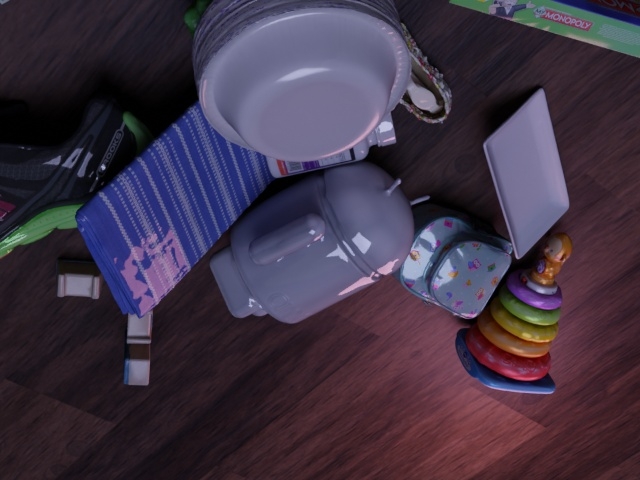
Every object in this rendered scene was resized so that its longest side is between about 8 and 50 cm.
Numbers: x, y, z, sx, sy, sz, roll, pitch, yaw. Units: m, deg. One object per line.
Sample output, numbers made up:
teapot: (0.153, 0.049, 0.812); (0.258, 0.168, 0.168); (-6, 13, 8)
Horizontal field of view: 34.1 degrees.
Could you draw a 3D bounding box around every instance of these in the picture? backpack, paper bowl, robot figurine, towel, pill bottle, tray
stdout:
backpack: (0.211, 0.032, 1.746); (0.188, 0.144, 0.165); (25, 105, -20)
paper bowl: (-0.021, -0.213, 1.369); (0.284, 0.148, 0.284); (-9, 147, -6)
robot figurine: (0.000, 0.000, 1.654); (0.353, 0.199, 0.300); (-29, 172, 20)
towel: (-0.203, -0.068, 1.520); (0.040, 0.336, 0.243); (25, 150, 31)
pill bottle: (0.011, -0.164, 1.567); (0.194, 0.108, 0.108); (-12, 133, 3)
tray: (0.328, -0.106, 1.684); (0.145, 0.030, 0.270); (-44, 135, -19)

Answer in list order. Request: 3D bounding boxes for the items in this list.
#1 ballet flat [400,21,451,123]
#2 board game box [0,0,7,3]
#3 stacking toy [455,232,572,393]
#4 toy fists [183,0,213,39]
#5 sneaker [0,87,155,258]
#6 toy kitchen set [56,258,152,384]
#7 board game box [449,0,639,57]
ballet flat: (0.115, -0.254, 1.519); (0.241, 0.077, 0.091); (34, 115, -32)
board game box: (-0.364, -0.405, 1.344); (0.259, 0.039, 0.124); (-23, 131, 17)
stacking toy: (0.374, 0.115, 1.867); (0.166, 0.175, 0.301); (9, 120, -19)
toy fists: (-0.049, -0.334, 1.413); (0.279, 0.096, 0.142); (-21, 141, 10)
sneaker: (-0.468, -0.092, 1.556); (0.483, 0.185, 0.202); (-21, 109, 12)
toy kitchen set: (-0.375, 0.130, 1.809); (0.166, 0.122, 0.207); (3, 112, -10)
board game box: (0.299, -0.342, 1.369); (0.317, 0.213, 0.046); (12, 130, -18)
